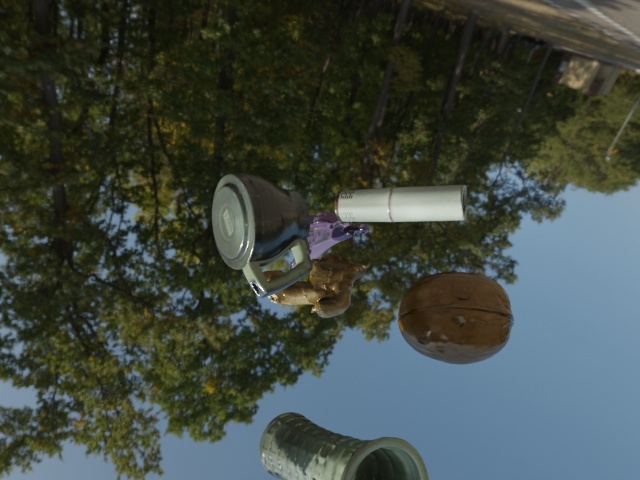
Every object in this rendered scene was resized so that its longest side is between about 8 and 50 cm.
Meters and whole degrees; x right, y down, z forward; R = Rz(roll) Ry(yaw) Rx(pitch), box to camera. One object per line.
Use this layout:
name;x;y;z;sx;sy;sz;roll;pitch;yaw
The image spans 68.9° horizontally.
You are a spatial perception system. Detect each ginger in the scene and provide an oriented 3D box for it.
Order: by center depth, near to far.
ginger;-0.017;0.079;0.930;0.213;0.133;0.059;12;161;19

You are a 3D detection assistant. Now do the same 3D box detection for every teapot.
teapot;-0.037;-0.005;0.326;0.056;0.066;0.088;-8;-112;-35

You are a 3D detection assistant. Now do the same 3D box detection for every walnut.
walnut;0.245;0.140;0.849;0.206;0.168;0.167;1;-154;8

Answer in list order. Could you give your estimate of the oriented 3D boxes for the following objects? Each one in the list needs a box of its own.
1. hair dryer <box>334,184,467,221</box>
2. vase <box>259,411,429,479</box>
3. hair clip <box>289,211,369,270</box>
hair dryer;0.124;-0.048;0.619;0.154;0.044;0.183;2;-176;25
vase;0.010;0.342;0.707;0.143;0.143;0.298;0;170;-30
hair clip;0.000;-0.011;1.049;0.136;0.278;0.091;20;-121;-24
